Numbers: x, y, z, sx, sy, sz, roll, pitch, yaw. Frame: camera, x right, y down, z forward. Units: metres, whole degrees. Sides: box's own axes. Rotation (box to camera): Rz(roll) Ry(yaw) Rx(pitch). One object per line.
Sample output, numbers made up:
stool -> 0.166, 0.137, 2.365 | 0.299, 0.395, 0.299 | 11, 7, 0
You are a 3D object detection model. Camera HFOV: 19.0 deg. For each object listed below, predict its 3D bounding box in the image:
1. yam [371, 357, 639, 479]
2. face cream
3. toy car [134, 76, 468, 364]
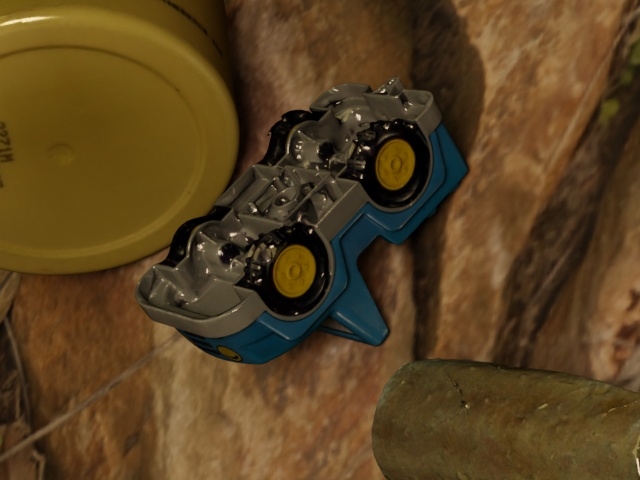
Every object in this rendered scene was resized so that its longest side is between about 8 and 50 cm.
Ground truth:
yam -> 0.099, 0.090, 0.860 | 0.169, 0.068, 0.068 | 1, 63, 48
face cream -> -0.165, -0.113, 1.193 | 0.218, 0.218, 0.179 | -36, 41, 24
toy car -> 0.000, 0.000, 1.030 | 0.191, 0.100, 0.097 | -46, 31, -22
